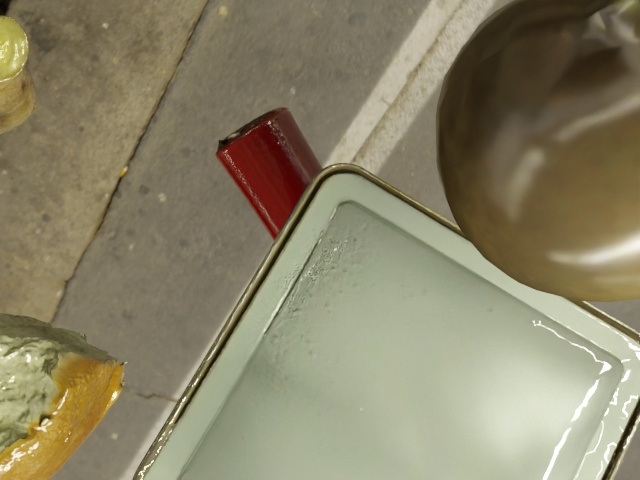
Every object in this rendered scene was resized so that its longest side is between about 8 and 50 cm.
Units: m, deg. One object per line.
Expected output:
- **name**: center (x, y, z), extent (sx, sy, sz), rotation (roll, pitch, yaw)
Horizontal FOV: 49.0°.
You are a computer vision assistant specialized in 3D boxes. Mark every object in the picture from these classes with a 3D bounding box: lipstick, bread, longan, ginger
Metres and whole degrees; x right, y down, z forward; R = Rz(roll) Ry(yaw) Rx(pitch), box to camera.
- **lipstick**: center (0.000, 0.000, 0.624), extent (0.080, 0.080, 0.241), rotation (-29, 98, 18)
- **bread**: center (-0.446, 0.237, 0.980), extent (0.224, 0.250, 0.279), rotation (32, 85, 7)
- **longan**: center (0.151, -0.051, 0.370), extent (0.189, 0.189, 0.189), rotation (1, 120, 2)
- **ginger**: center (-0.437, -0.202, 0.923), extent (0.116, 0.109, 0.263), rotation (49, 151, -10)

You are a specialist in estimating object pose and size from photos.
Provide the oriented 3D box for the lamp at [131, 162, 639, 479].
- **lamp**: center (0.053, 0.120, 0.455), extent (0.269, 0.047, 0.267), rotation (31, 77, 0)
